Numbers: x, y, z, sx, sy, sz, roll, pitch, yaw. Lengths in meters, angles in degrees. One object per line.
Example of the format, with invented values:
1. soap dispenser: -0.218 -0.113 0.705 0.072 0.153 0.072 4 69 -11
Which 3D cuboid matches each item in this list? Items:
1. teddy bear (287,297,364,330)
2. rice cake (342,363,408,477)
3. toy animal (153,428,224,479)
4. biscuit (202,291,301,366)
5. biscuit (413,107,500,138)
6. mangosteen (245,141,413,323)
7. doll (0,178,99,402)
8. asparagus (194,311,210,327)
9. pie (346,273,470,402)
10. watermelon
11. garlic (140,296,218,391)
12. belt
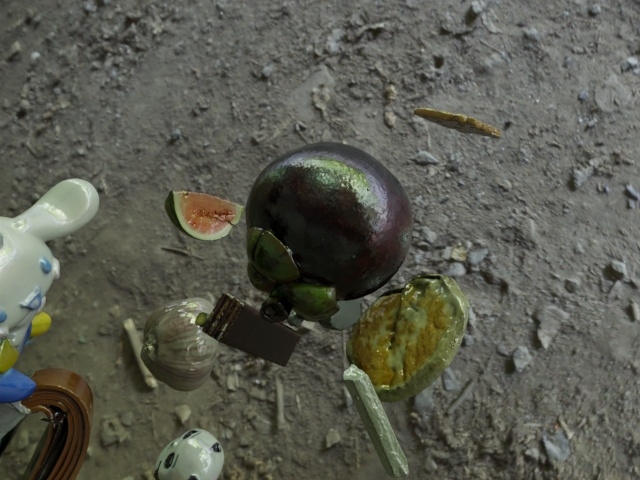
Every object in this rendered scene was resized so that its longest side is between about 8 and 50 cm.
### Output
1. teddy bear: -0.013 0.196 1.704 0.251 0.171 0.144 1 113 37
2. rice cake: 0.116 0.382 1.182 0.052 0.057 0.256 -25 100 -5
3. toy animal: -0.288 0.493 1.267 0.138 0.166 0.179 34 144 1
4. biscuit: -0.160 0.238 1.440 0.073 0.388 0.107 25 80 26
5. biscuit: 0.374 -0.323 1.533 0.250 0.162 0.035 13 91 -6
6. mangosteen: 0.010 -0.012 0.950 0.300 0.300 0.300 -5 80 32
7. doll: -0.481 0.116 0.818 0.187 0.376 0.366 43 130 15
8. asparagus: -0.301 0.243 1.621 0.041 0.178 0.045 11 75 22
9. pie: 0.199 0.215 1.299 0.339 0.077 0.339 -33 33 25
10. watermelon: -0.403 -0.061 1.885 0.159 0.303 0.128 -34 61 31
11. garlic: -0.484 0.344 1.917 0.317 0.259 0.318 9 103 42
12. belt: -0.492 0.345 0.937 0.262 0.184 0.105 -65 18 -3
